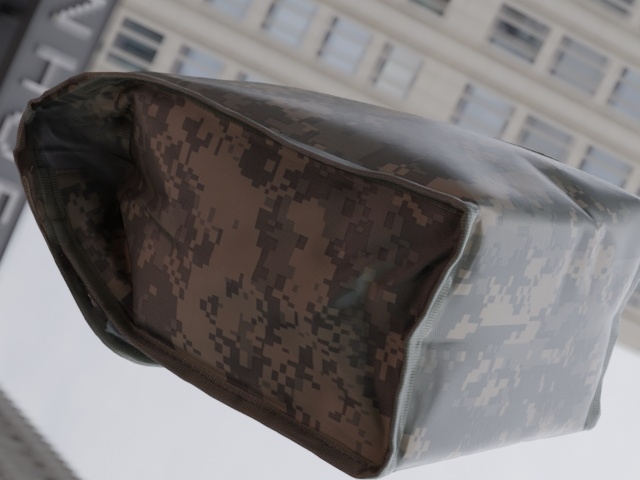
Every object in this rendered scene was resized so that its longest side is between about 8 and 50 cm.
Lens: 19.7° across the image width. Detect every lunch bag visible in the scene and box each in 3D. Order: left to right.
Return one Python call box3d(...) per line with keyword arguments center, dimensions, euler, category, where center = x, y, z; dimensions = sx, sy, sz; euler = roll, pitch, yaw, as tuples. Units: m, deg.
box3d(center=(0.000, 0.000, 1.009), dimensions=(0.287, 0.235, 0.169), euler=(26, -76, 31), category="lunch bag")
